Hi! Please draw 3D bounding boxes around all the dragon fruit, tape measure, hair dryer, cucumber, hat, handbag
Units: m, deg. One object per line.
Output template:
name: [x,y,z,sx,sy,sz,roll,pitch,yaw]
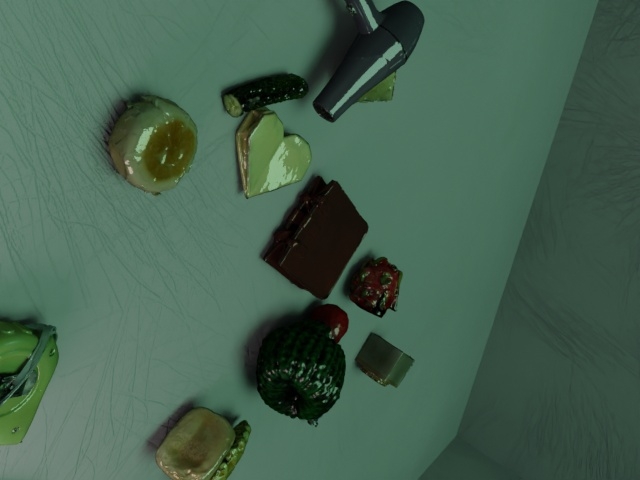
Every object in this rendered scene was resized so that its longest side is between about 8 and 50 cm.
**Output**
dragon fruit: [0.179,0.138,1.728,0.167,0.160,0.171,32,79,-16]
tape measure: [-0.495,0.213,0.864,0.199,0.106,0.175,-63,151,-3]
hair dryer: [0.036,-0.449,1.123,0.301,0.121,0.361,-49,128,-8]
cucumber: [-0.107,-0.287,1.102,0.187,0.058,0.058,-28,134,-40]
hat: [-0.033,0.293,1.522,0.274,0.242,0.332,115,0,-48]
handbag: [-0.001,0.000,1.434,0.260,0.084,0.275,-58,147,-7]

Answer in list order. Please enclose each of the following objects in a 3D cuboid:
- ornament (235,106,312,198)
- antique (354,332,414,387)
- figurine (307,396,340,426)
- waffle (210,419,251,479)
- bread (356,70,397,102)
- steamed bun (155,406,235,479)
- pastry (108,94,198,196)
ornament: [-0.113,-0.167,1.182,0.180,0.059,0.201,-59,145,-4]
antique: [0.228,0.436,2.022,0.147,0.147,0.152,-57,146,-7]
figurine: [0.004,0.535,1.854,0.087,0.086,0.149,32,100,-18]
waffle: [-0.246,0.559,1.434,0.214,0.054,0.208,-54,-174,-7]
bread: [0.123,-0.398,1.326,0.232,0.064,0.172,-57,135,-12]
steamed bun: [-0.293,0.498,1.342,0.172,0.141,0.155,-49,168,-29]
pastry: [-0.271,-0.157,0.931,0.166,0.088,0.165,-36,142,-34]
